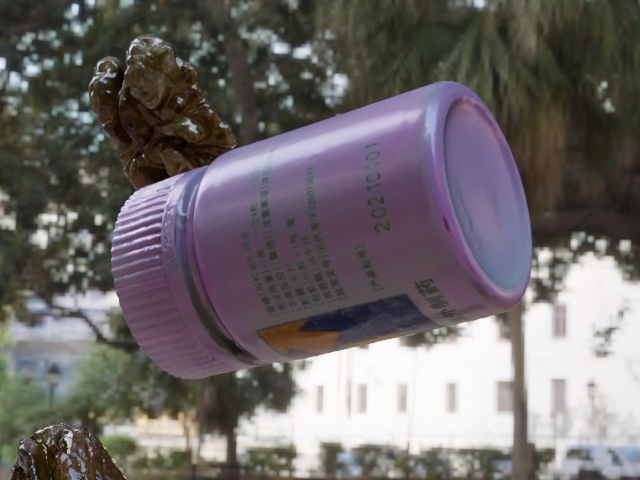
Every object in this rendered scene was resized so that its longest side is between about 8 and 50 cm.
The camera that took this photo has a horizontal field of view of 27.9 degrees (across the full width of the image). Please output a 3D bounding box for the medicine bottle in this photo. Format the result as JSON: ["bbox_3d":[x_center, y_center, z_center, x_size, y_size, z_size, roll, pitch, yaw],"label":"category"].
[{"bbox_3d":[0.000,0.000,0.999,0.291,0.178,0.178,-17,-18,28],"label":"medicine bottle"}]

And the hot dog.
[{"bbox_3d":[-0.283,0.417,1.629,0.174,0.387,0.267,-29,-9,-37],"label":"hot dog"}]

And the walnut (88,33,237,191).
[{"bbox_3d":[-0.153,-0.100,1.200,0.143,0.170,0.069,-24,10,41],"label":"walnut"}]
